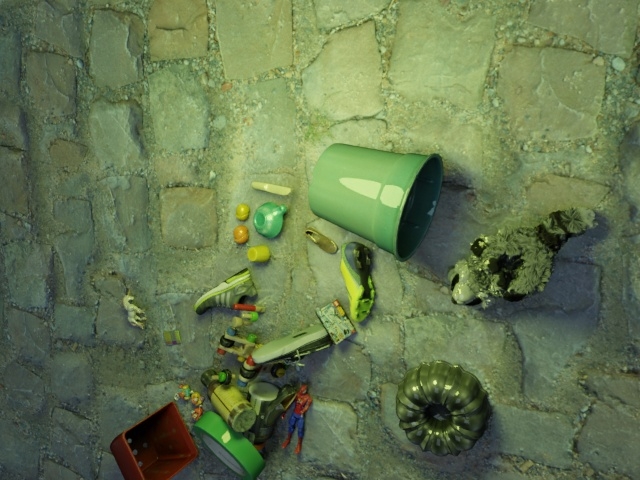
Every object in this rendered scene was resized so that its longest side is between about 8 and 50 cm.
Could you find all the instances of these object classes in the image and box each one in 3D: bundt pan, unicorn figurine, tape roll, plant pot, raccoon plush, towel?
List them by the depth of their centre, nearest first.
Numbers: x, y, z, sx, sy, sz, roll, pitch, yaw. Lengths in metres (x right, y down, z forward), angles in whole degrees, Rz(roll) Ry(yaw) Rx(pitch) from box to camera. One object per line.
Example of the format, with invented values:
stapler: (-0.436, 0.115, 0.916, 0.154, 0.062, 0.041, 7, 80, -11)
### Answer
raccoon plush: (0.605, 0.081, 1.526, 0.446, 0.299, 0.216, -16, 75, -8)
plant pot: (0.164, -0.146, 1.560, 0.334, 0.341, 0.341, 20, 105, 26)
bundt pan: (0.405, 0.584, 1.675, 0.331, 0.124, 0.331, 3, 100, 20)
tape roll: (-0.362, 0.812, 1.946, 0.321, 0.077, 0.321, 29, 144, 24)
plant pot: (-0.737, 0.893, 2.118, 0.236, 0.267, 0.267, -29, 87, 35)
towel: (-0.637, 0.416, 2.121, 0.083, 0.009, 0.060, -11, 94, 22)
unicorn figurine: (-0.811, 0.306, 2.145, 0.111, 0.060, 0.162, 14, 103, 18)

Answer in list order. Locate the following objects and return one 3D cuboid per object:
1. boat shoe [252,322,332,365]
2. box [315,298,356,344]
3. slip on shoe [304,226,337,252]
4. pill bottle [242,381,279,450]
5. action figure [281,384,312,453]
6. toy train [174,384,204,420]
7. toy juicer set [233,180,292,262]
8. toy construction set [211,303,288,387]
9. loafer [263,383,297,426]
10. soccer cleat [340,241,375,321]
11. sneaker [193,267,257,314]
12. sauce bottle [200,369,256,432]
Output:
boat shoe: (-0.094, 0.396, 1.776, 0.113, 0.306, 0.105, 1, 107, 57)
box: (0.056, 0.294, 1.788, 0.094, 0.027, 0.137, -30, 85, -21)
slip on shoe: (0.000, 0.000, 1.785, 0.135, 0.041, 0.051, 42, 111, 11)
pill bottle: (-0.239, 0.696, 1.943, 0.130, 0.130, 0.245, 16, 104, 19)
action figure: (-0.099, 0.692, 1.889, 0.091, 0.139, 0.280, 15, 101, 18)
toy train: (-0.564, 0.698, 2.118, 0.166, 0.046, 0.125, 34, 109, 13)
toy juicer set: (-0.218, -0.096, 1.843, 0.209, 0.089, 0.329, 40, 115, 31)
toy construction set: (-0.240, 0.406, 1.893, 0.257, 0.237, 0.309, -1, 80, 51)
loafer: (-0.152, 0.622, 1.851, 0.061, 0.062, 0.170, 15, 67, 50)
soccer cleat: (0.123, 0.144, 1.750, 0.121, 0.093, 0.289, 12, 110, 51)
sneaker: (-0.375, 0.229, 1.938, 0.300, 0.111, 0.121, -32, 90, 25)
sauce bottle: (-0.369, 0.608, 1.920, 0.344, 0.111, 0.111, 27, 111, 51)
